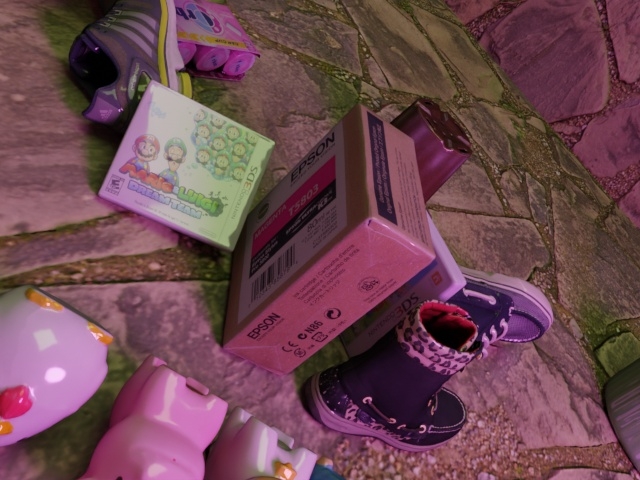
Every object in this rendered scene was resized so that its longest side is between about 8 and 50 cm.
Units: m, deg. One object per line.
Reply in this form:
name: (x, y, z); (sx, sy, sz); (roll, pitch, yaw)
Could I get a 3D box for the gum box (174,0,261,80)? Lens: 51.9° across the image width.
gum box: (-0.185, -0.302, 0.976); (0.188, 0.062, 0.107); (-12, 64, -54)

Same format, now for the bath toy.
bath toy: (-0.115, 0.170, 0.495); (0.348, 0.151, 0.129); (37, 76, -18)

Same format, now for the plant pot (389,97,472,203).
plant pot: (0.150, -0.134, 1.088); (0.167, 0.165, 0.167); (31, 35, -25)

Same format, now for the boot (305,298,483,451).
boot: (0.123, 0.154, 0.724); (0.236, 0.178, 0.085); (20, 41, -35)

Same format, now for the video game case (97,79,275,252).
video game case: (-0.144, -0.081, 0.732); (0.157, 0.019, 0.143); (25, 74, -18)

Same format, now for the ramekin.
ramekin: (0.655, 0.334, 1.177); (0.303, 0.148, 0.303); (30, 36, -25)

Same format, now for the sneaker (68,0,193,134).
sneaker: (-0.244, -0.244, 0.808); (0.121, 0.111, 0.300); (9, 46, -40)

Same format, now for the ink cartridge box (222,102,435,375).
ink cartridge box: (0.000, 0.000, 0.698); (0.088, 0.234, 0.193); (30, 35, -26)

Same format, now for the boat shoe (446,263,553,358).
boat shoe: (0.206, 0.124, 0.929); (0.340, 0.127, 0.158); (19, 47, -24)

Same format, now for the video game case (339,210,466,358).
video game case: (0.058, 0.015, 0.788); (0.023, 0.193, 0.212); (0, 54, -40)
